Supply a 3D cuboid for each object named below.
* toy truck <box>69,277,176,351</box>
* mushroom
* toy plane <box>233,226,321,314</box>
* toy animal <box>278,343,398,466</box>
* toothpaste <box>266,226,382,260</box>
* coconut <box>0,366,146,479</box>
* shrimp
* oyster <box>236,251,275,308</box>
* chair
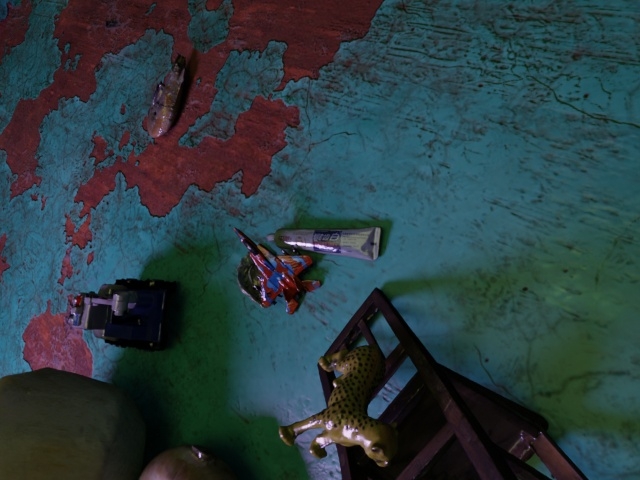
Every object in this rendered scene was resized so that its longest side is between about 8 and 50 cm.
[{"bbox_3d":[-0.426,0.154,0.900,0.213,0.177,0.161,-2,79,29],"label":"toy truck"},{"bbox_3d":[-0.231,0.475,0.716,0.255,0.184,0.254,-4,84,42],"label":"mushroom"},{"bbox_3d":[-0.092,0.044,0.785,0.130,0.061,0.189,-46,78,13],"label":"toy plane"},{"bbox_3d":[0.044,0.182,0.510,0.136,0.181,0.073,-34,102,37],"label":"toy animal"},{"bbox_3d":[0.000,0.000,0.772,0.233,0.038,0.060,3,84,28],"label":"toothpaste"},{"bbox_3d":[-0.552,0.426,0.770,0.345,0.415,0.415,-11,71,62],"label":"coconut"},{"bbox_3d":[-0.398,-0.371,1.083,0.126,0.047,0.223,18,89,42],"label":"shrimp"},{"bbox_3d":[-0.118,0.069,0.831,0.098,0.037,0.100,32,74,13],"label":"oyster"},{"bbox_3d":[0.159,0.265,0.548,0.241,0.416,0.203,33,100,-13],"label":"chair"}]
